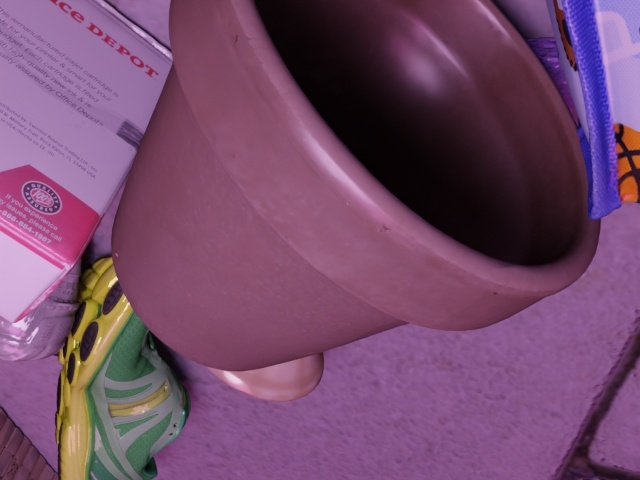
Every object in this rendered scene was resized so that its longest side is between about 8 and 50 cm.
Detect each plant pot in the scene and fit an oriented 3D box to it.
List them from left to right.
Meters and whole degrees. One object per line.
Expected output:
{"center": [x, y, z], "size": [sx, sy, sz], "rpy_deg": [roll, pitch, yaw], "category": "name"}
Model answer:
{"center": [-0.005, -0.034, 0.526], "size": [0.263, 0.263, 0.229], "rpy_deg": [35, 130, -17], "category": "plant pot"}

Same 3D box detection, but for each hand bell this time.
{"center": [0.000, 0.000, 0.682], "size": [0.126, 0.126, 0.242], "rpy_deg": [26, 122, -10], "category": "hand bell"}

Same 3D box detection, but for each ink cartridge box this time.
{"center": [-0.203, -0.080, 0.578], "size": [0.158, 0.218, 0.092], "rpy_deg": [37, 132, -18], "category": "ink cartridge box"}

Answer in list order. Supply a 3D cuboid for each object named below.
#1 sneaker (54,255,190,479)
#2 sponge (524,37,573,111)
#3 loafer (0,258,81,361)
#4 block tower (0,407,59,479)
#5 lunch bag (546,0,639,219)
{"center": [-0.184, 0.129, 0.840], "size": [0.123, 0.109, 0.295], "rpy_deg": [-1, 130, -24], "category": "sneaker"}
{"center": [0.122, -0.050, 0.659], "size": [0.117, 0.031, 0.210], "rpy_deg": [2, 129, 9], "category": "sponge"}
{"center": [-0.357, 0.006, 0.767], "size": [0.319, 0.112, 0.111], "rpy_deg": [19, 90, 4], "category": "loafer"}
{"center": [-0.408, 0.191, 0.923], "size": [0.091, 0.097, 0.335], "rpy_deg": [-11, 125, 19], "category": "block tower"}
{"center": [0.237, -0.230, 0.362], "size": [0.327, 0.239, 0.385], "rpy_deg": [-9, 118, 16], "category": "lunch bag"}
